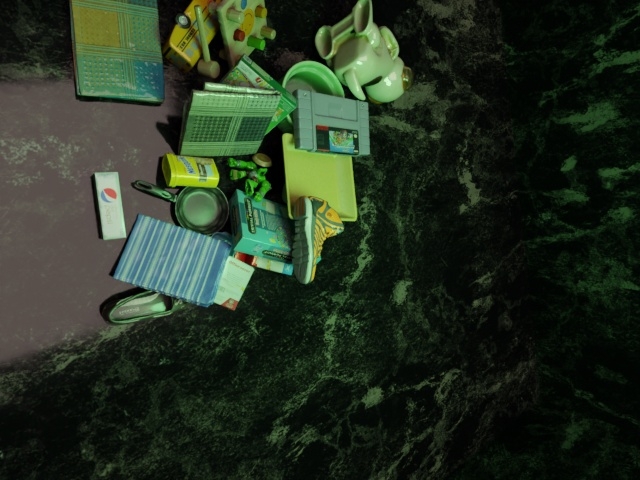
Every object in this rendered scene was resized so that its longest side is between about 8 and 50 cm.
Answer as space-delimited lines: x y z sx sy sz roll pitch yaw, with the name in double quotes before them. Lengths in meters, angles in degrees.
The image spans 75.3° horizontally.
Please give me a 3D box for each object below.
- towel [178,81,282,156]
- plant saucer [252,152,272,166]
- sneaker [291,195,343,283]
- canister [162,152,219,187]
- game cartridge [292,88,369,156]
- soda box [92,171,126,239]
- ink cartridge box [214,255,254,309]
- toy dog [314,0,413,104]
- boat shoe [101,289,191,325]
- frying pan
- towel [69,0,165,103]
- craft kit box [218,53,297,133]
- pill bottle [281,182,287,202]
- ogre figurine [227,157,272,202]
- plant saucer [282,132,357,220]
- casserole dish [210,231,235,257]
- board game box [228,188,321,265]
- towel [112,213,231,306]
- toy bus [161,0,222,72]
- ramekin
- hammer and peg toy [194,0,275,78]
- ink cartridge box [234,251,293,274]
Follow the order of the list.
"towel" -0.330 -0.416 1.465 0.325 0.312 0.056 -10 65 -33
"plant saucer" -0.229 -0.323 1.645 0.084 0.083 0.015 1 134 -34
"sneaker" 0.000 0.000 1.518 0.180 0.125 0.320 5 86 -35
"canister" -0.459 -0.245 1.472 0.170 0.073 0.126 -2 51 -36
"game cartridge" 0.053 -0.456 1.648 0.355 0.068 0.230 -4 88 -36
"soda box" -0.687 -0.112 1.349 0.069 0.074 0.215 -8 96 -33
"ink cartridge box" -0.347 0.153 1.548 0.127 0.072 0.175 34 76 -38
"toy dog" 0.235 -0.758 1.794 0.408 0.285 0.395 13 56 -49
"boat shoe" -0.565 0.218 1.430 0.335 0.096 0.112 -15 97 -32
"frying pan" -0.491 -0.112 1.494 0.326 0.053 0.197 -3 93 -32
"towel" -0.663 -0.647 1.364 0.272 0.040 0.369 -6 94 -34
"craft kit box" -0.257 -0.509 1.520 0.250 0.247 0.060 33 48 -30
"pill bottle" -0.057 -0.188 1.742 0.187 0.112 0.111 14 85 -34
"ogre figurine" -0.263 -0.239 1.599 0.118 0.197 0.096 -27 148 -52
"plant saucer" -0.017 -0.237 1.660 0.333 0.081 0.332 0 82 -37
"casserole dish" -0.394 0.056 1.575 0.114 0.037 0.188 31 76 -31
"board game box" -0.178 -0.040 1.603 0.336 0.079 0.253 17 40 -33
"towel" -0.500 0.070 1.429 0.336 0.040 0.243 19 72 -13
"toy bus" -0.431 -0.772 1.467 0.130 0.108 0.332 36 73 -29
"ramekin" -0.060 -0.558 1.701 0.304 0.148 0.303 -2 93 -33
"hammer and peg toy" -0.293 -0.740 1.453 0.128 0.266 0.361 25 65 11
"ink cartridge box" -0.215 0.049 1.668 0.231 0.078 0.134 17 83 -32
